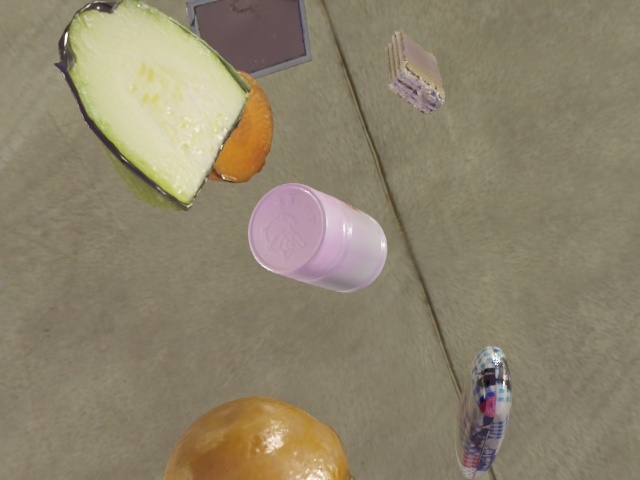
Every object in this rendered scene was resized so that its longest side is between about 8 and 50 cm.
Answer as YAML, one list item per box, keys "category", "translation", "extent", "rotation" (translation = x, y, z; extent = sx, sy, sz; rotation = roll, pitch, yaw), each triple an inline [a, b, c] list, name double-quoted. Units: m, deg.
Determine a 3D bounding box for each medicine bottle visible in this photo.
- category: "medicine bottle"
  translation: [0.000, 0.000, 1.958]
  extent: [0.202, 0.316, 0.202]
  rotation: [-6, 76, 26]

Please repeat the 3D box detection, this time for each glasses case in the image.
- category: "glasses case"
  translation: [0.273, 0.297, 1.479]
  extent: [0.076, 0.327, 0.125]
  rotation: [4, 53, 5]

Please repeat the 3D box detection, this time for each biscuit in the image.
- category: "biscuit"
  translation: [0.182, -0.328, 1.709]
  extent: [0.108, 0.239, 0.062]
  rotation: [33, 118, -17]

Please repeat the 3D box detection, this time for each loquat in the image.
- category: "loquat"
  translation: [-0.103, 0.413, 1.400]
  extent: [0.328, 0.328, 0.328]
  rotation: [0, 89, 4]

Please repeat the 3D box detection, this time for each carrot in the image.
- category: "carrot"
  translation: [-0.203, -0.155, 1.251]
  extent: [0.225, 0.159, 0.159]
  rotation: [0, 89, 28]

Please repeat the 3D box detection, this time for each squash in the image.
- category: "squash"
  translation: [-0.178, -0.132, 0.833]
  extent: [0.184, 0.192, 0.085]
  rotation: [41, 135, -21]

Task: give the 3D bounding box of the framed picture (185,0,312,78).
- category: "framed picture"
  translation: [-0.151, -0.457, 1.918]
  extent: [0.273, 0.016, 0.216]
  rotation: [-21, 127, -19]
